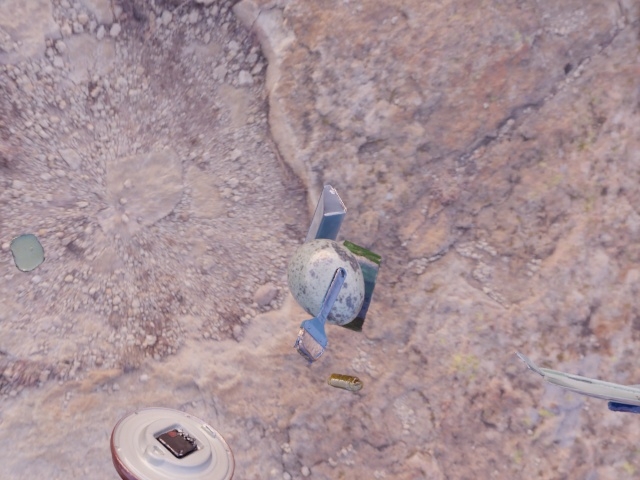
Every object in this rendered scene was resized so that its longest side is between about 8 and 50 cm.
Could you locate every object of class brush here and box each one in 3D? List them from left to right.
[{"bbox_3d":[0.006,0.100,0.921,0.051,0.014,0.164,49,46,-28],"label":"brush"}]

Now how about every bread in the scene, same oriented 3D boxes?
[{"bbox_3d":[0.058,0.330,1.506,0.088,0.049,0.033,6,88,27],"label":"bread"}]

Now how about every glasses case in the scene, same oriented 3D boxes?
[{"bbox_3d":[0.000,0.000,1.528,0.056,0.266,0.105,11,47,-10],"label":"glasses case"}]

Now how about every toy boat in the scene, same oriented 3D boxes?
[{"bbox_3d":[0.361,0.160,0.690,0.210,0.291,0.070,10,86,-14],"label":"toy boat"}]

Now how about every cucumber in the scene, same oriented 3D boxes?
[{"bbox_3d":[0.054,0.098,1.393,0.130,0.191,0.191,16,88,-2],"label":"cucumber"}]

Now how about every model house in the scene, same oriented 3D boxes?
[{"bbox_3d":[-0.640,0.028,1.401,0.066,0.083,0.078,-24,97,-29],"label":"model house"}]

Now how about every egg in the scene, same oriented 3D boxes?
[{"bbox_3d":[0.012,0.075,1.147,0.132,0.132,0.172,-20,56,-15],"label":"egg"}]

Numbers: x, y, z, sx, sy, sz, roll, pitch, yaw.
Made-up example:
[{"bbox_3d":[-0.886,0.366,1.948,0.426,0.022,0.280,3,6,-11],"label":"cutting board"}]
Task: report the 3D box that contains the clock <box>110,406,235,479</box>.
[{"bbox_3d":[-0.361,0.519,1.592,0.319,0.318,0.080,23,106,-17],"label":"clock"}]
